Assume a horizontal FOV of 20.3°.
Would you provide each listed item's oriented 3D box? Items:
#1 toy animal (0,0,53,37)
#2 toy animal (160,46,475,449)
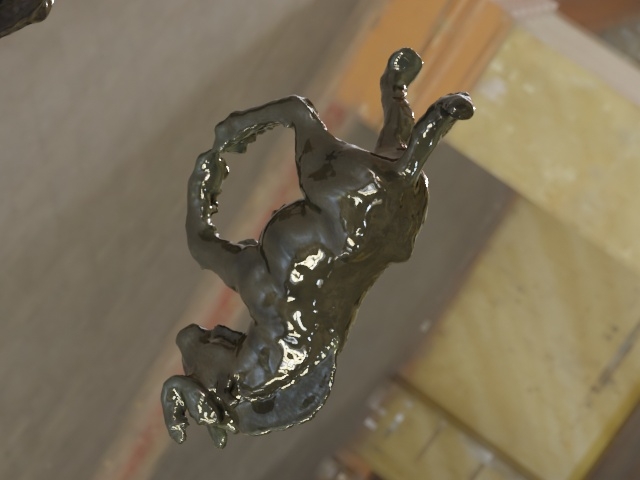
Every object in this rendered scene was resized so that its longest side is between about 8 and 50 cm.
[{"bbox_3d":[-0.188,-0.226,0.977,0.185,0.122,0.298,-52,164,-9],"label":"toy animal"},{"bbox_3d":[0.000,0.000,0.892,0.084,0.148,0.233,19,121,-41],"label":"toy animal"}]
